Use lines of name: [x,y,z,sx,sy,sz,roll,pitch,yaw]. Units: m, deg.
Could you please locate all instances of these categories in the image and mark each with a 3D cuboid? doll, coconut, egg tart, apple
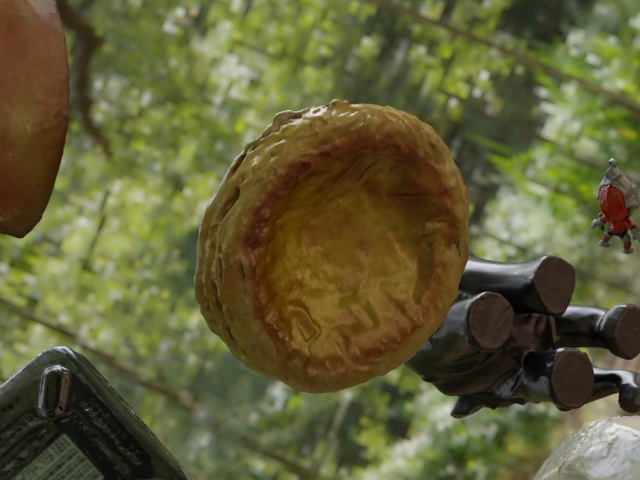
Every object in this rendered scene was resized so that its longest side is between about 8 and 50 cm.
doll: [0.315,-0.038,2.092,0.057,0.039,0.114,-133,30,-52]
coconut: [0.320,0.277,1.899,0.227,0.230,0.227,5,96,53]
egg tart: [0.000,0.000,1.976,0.128,0.319,0.319,25,94,53]
apple: [-0.370,-0.174,1.931,0.179,0.254,0.346,73,175,-65]

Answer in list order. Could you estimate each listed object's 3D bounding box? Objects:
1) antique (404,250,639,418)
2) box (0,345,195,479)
antique: [0.222,0.115,2.380,0.255,0.322,0.185,-11,56,54]
box: [-0.322,0.301,2.316,0.290,0.289,0.073,-41,-21,-9]
